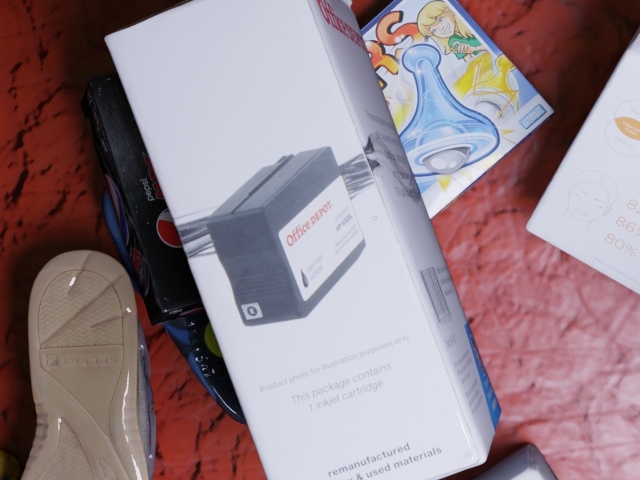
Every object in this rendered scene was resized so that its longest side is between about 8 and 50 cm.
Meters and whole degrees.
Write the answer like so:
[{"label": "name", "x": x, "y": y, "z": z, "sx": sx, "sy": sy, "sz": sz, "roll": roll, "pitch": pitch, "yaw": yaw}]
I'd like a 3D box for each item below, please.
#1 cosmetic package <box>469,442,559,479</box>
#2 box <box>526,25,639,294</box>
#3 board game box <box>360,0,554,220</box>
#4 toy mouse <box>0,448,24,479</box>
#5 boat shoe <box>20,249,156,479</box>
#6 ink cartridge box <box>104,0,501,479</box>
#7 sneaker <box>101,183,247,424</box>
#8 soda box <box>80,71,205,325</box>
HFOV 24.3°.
[{"label": "cosmetic package", "x": 0.163, "y": 0.343, "z": 0.991, "sx": 0.197, "sy": 0.155, "sz": 0.365, "roll": -35, "pitch": 84, "yaw": 6}, {"label": "box", "x": 0.233, "y": -0.055, "z": 0.967, "sx": 0.130, "sy": 0.091, "sz": 0.170, "roll": 31, "pitch": 137, "yaw": 7}, {"label": "board game box", "x": 0.047, "y": -0.075, "z": 1.066, "sx": 0.201, "sy": 0.035, "sz": 0.136, "roll": -42, "pitch": 85, "yaw": 7}, {"label": "toy mouse", "x": -0.270, "y": 0.223, "z": 1.114, "sx": 0.161, "sy": 0.031, "sz": 0.143, "roll": 34, "pitch": 95, "yaw": 7}, {"label": "boat shoe", "x": -0.162, "y": 0.150, "z": 1.067, "sx": 0.103, "sy": 0.092, "sz": 0.285, "roll": -2, "pitch": 87, "yaw": 8}, {"label": "ink cartridge box", "x": 0.000, "y": 0.000, "z": 0.942, "sx": 0.129, "sy": 0.223, "sz": 0.307, "roll": -21, "pitch": 87, "yaw": 10}, {"label": "sneaker", "x": -0.091, "y": 0.039, "z": 1.073, "sx": 0.069, "sy": 0.082, "sz": 0.209, "roll": -29, "pitch": 86, "yaw": -23}, {"label": "soda box", "x": -0.110, "y": -0.032, "z": 1.011, "sx": 0.060, "sy": 0.053, "sz": 0.168, "roll": -16, "pitch": 81, "yaw": -18}]
